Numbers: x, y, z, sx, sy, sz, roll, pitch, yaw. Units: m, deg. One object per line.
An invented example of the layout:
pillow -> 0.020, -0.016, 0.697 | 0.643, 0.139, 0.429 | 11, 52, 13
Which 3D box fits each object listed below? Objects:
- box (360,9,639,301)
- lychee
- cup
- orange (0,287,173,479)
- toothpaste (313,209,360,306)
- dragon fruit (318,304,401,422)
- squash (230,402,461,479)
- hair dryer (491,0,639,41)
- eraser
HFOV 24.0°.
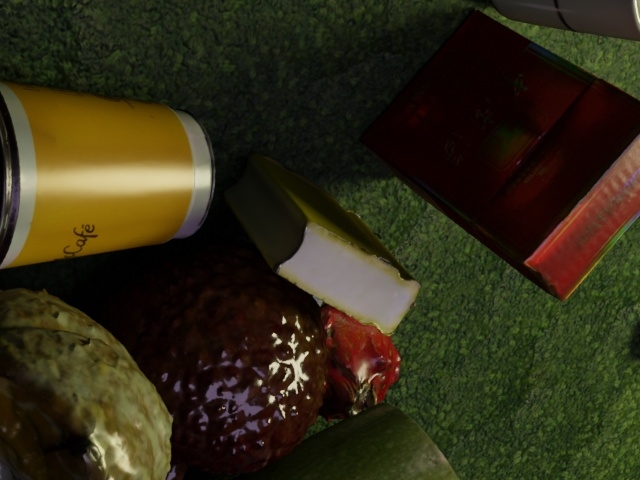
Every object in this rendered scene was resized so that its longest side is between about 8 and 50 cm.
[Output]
box -> 0.202, -0.097, 1.557 | 0.197, 0.313, 0.089 | -48, 131, -1
lychee -> -0.113, 0.121, 1.530 | 0.261, 0.260, 0.260 | -14, 121, -24
cup -> -0.248, -0.060, 1.399 | 0.280, 0.196, 0.196 | -2, 116, -39
orange -> -0.282, 0.163, 1.356 | 0.210, 0.369, 0.271 | -47, 133, -51
toothpaste -> -0.031, 0.068, 1.678 | 0.089, 0.057, 0.234 | 19, 97, -35
dragon fruit -> 0.043, 0.155, 1.730 | 0.153, 0.111, 0.153 | -17, 126, -25
squash -> -0.032, 0.364, 1.573 | 0.384, 0.263, 0.263 | -27, 126, -16
hair dryer -> 0.363, -0.347, 1.626 | 0.362, 0.203, 0.128 | -40, 127, -28
eraser -> 0.000, 0.000, 1.537 | 0.158, 0.226, 0.069 | 28, 101, -26
